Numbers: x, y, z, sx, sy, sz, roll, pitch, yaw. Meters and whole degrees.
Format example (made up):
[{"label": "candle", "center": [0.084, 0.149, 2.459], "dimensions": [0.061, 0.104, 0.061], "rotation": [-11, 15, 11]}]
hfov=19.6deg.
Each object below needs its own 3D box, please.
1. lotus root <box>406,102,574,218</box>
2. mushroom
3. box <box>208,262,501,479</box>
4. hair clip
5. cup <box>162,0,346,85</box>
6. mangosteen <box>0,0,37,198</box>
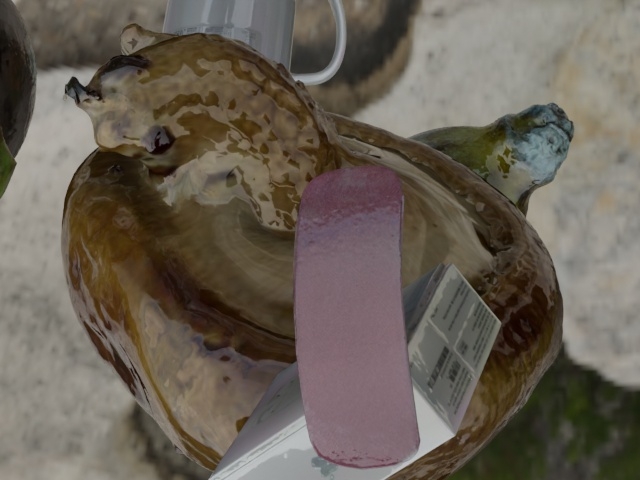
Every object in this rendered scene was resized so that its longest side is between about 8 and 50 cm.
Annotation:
[{"label": "lotus root", "center": [0.067, 0.005, 1.463], "dimensions": [0.322, 0.140, 0.158], "rotation": [-46, 115, 5]}, {"label": "mushroom", "center": [-0.008, 0.012, 1.185], "dimensions": [0.346, 0.345, 0.259], "rotation": [10, 124, -2]}, {"label": "box", "center": [0.019, 0.084, 0.962], "dimensions": [0.129, 0.130, 0.051], "rotation": [-36, 98, 26]}, {"label": "hair clip", "center": [0.016, 0.035, 0.834], "dimensions": [0.054, 0.022, 0.137], "rotation": [-4, 88, 22]}, {"label": "cup", "center": [-0.073, -0.229, 1.880], "dimensions": [0.174, 0.142, 0.134], "rotation": [1, 165, 26]}, {"label": "mangosteen", "center": [-0.442, -0.166, 1.928], "dimensions": [0.330, 0.330, 0.330], "rotation": [3, 129, 4]}]
